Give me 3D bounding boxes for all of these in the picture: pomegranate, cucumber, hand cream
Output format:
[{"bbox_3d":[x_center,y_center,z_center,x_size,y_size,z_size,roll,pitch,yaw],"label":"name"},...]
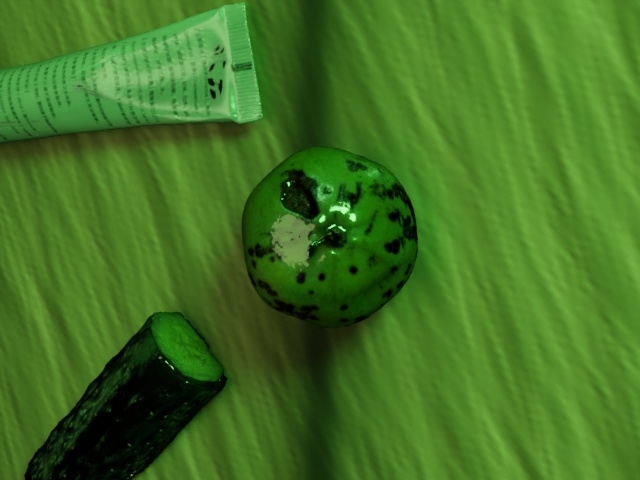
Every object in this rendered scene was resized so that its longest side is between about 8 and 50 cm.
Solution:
[{"bbox_3d":[0.000,0.000,1.079,0.161,0.122,0.122,166,93,-71],"label":"pomegranate"},{"bbox_3d":[-0.164,0.145,1.221,0.211,0.062,0.078,-45,72,29],"label":"cucumber"},{"bbox_3d":[-0.190,-0.112,1.209,0.331,0.058,0.085,-6,91,34],"label":"hand cream"}]
